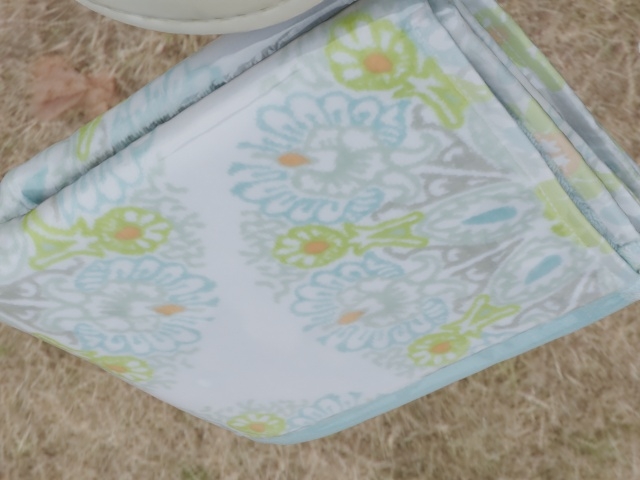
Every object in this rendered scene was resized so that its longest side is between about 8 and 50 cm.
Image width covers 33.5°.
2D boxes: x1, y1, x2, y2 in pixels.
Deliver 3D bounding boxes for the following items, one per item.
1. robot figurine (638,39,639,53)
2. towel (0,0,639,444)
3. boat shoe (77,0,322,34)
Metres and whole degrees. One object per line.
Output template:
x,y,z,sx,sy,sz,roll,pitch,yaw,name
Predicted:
0.510,-0.280,1.114,0.353,0.300,0.200,-40,93,30,robot figurine
0.000,0.000,0.674,0.374,0.090,0.320,-28,137,25,towel
-0.007,-0.171,0.436,0.116,0.324,0.097,42,57,-34,boat shoe
